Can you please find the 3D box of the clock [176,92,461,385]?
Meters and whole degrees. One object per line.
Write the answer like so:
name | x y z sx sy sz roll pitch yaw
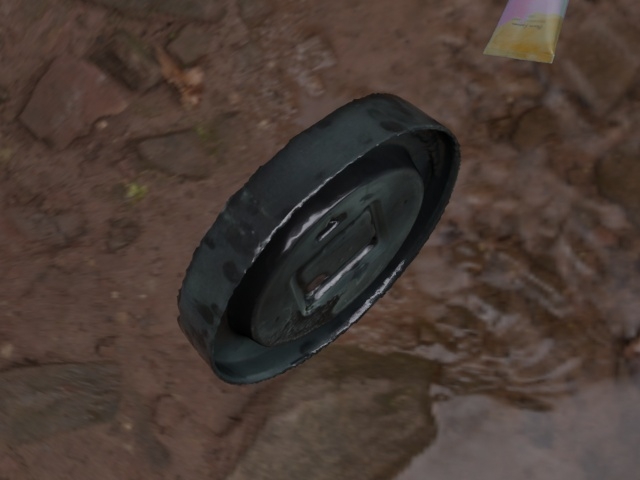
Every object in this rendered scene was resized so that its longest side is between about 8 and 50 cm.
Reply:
clock | 0.000 0.000 0.966 0.215 0.215 0.042 -40 67 -15

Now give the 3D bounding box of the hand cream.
hand cream | 0.228 -0.257 1.540 0.047 0.076 0.174 49 59 -53
